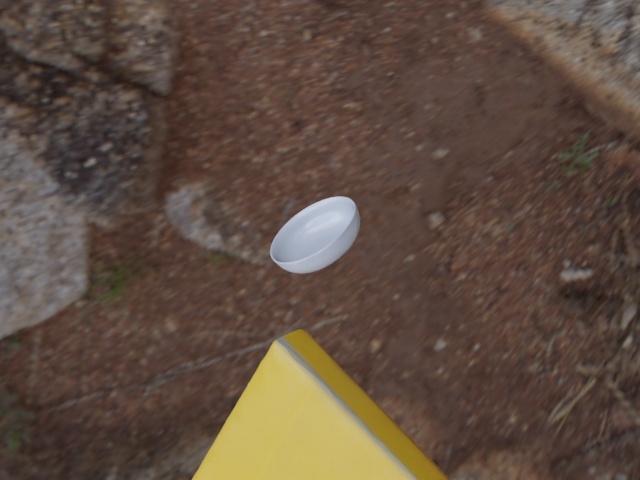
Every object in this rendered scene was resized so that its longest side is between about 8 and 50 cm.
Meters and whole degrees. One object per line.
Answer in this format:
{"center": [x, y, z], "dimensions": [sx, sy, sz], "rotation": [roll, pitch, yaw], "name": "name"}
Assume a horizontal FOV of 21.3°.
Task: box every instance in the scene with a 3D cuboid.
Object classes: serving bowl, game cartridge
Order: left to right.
{"center": [0.000, 0.000, 1.430], "dimensions": [0.083, 0.083, 0.027], "rotation": [-25, 119, 20], "name": "serving bowl"}
{"center": [0.023, 0.278, 1.368], "dimensions": [0.323, 0.052, 0.285], "rotation": [44, 124, 20], "name": "game cartridge"}
